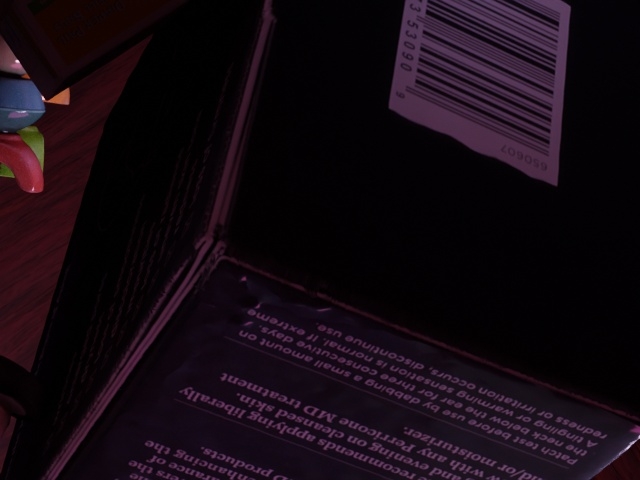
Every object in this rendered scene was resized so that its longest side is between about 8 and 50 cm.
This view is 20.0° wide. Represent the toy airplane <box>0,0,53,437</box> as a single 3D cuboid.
[{"bbox_3d":[-0.330,0.021,1.058,0.386,0.272,0.384,-27,140,-64],"label":"toy airplane"}]

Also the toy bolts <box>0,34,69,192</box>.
[{"bbox_3d":[-0.341,-0.144,1.751,0.218,0.158,0.228,6,-173,-17],"label":"toy bolts"}]

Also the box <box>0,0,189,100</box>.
[{"bbox_3d":[-0.172,-0.177,1.290,0.114,0.103,0.203,-34,-173,-9],"label":"box"}]

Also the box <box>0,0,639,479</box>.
[{"bbox_3d":[0.000,0.000,1.289,0.472,0.297,0.479,-50,-158,47],"label":"box"}]
